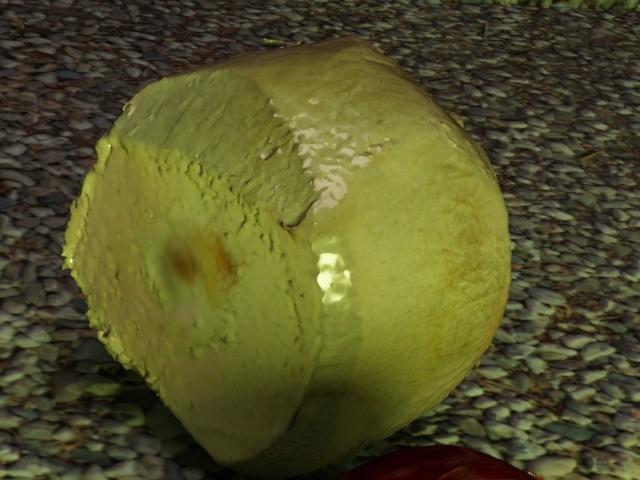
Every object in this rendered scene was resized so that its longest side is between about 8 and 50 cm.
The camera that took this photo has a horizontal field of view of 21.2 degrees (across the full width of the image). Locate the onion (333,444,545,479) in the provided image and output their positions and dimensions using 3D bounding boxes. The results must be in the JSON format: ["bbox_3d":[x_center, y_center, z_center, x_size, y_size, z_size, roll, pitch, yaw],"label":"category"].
[{"bbox_3d":[0.083,0.279,1.167,0.276,0.276,0.276,9,24,-4],"label":"onion"}]

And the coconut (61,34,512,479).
[{"bbox_3d":[0.000,0.000,1.609,0.404,0.405,0.404,9,24,-4],"label":"coconut"}]
